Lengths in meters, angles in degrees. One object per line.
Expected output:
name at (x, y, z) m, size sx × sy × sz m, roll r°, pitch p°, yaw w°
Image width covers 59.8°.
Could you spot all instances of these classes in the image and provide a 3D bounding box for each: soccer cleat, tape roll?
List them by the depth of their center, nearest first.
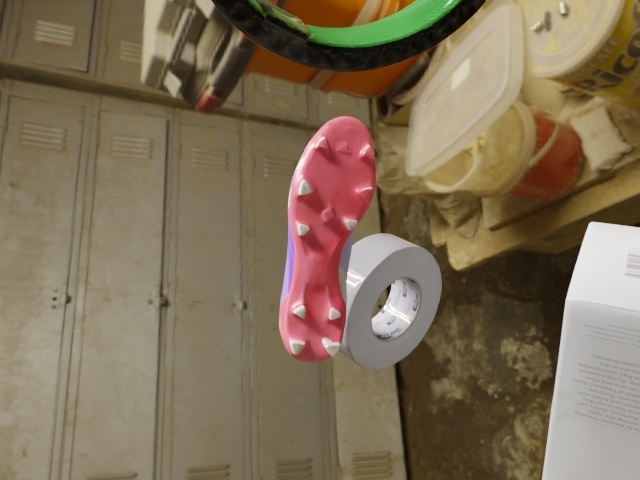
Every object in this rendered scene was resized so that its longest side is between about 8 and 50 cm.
soccer cleat at (0.000, 0.000, 0.567) m, size 0.095 × 0.083 × 0.248 m, roll -152°, pitch 68°, yaw -77°
tape roll at (0.104, 0.102, 0.931) m, size 0.072 × 0.219 × 0.219 m, roll 26°, pitch 108°, yaw 46°

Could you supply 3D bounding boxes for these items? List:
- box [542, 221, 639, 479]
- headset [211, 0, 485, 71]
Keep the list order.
box at (0.404, 0.183, 0.726) m, size 0.168 × 0.215 × 0.345 m, roll 10°, pitch 121°, yaw 28°
headset at (0.059, -0.303, 0.339) m, size 0.394 × 0.243 × 0.185 m, roll -52°, pitch 34°, yaw 29°
